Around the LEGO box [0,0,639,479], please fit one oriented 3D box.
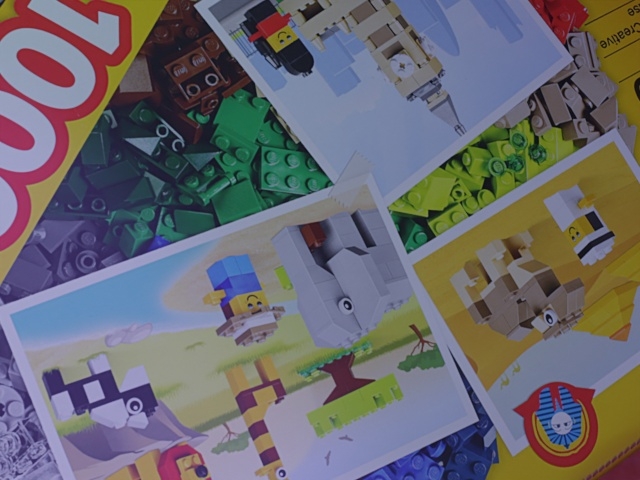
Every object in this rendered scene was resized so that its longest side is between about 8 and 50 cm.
[{"bbox_3d":[0.000,0.000,0.718,0.500,0.193,0.372,-29,87,-24],"label":"LEGO box"}]
